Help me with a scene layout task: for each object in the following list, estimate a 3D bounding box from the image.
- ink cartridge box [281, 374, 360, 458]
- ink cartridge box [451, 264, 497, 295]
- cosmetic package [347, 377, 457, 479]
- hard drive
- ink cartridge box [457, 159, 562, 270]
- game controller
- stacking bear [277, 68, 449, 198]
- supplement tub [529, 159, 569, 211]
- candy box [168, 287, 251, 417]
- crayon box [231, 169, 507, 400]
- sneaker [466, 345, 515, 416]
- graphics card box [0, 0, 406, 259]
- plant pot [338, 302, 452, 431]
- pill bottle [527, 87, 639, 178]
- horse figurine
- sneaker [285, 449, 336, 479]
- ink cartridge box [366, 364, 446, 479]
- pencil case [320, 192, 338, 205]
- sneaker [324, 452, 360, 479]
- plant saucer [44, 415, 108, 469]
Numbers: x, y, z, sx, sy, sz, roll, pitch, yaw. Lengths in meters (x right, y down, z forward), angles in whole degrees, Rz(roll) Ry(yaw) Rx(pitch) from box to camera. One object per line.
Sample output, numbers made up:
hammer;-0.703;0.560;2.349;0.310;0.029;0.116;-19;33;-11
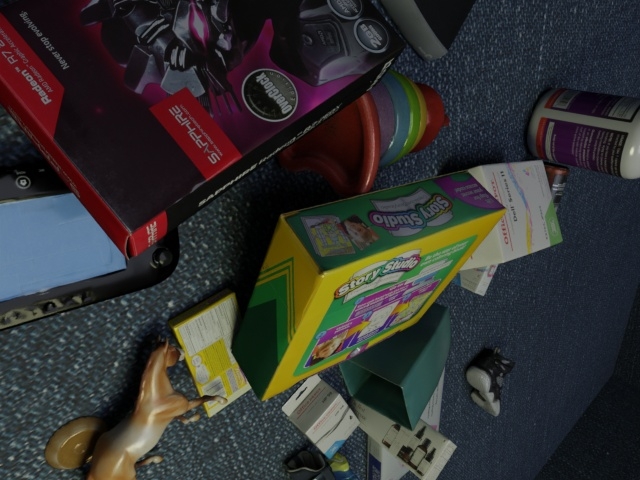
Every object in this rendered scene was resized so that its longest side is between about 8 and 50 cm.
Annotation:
ink cartridge box;0.004;0.365;1.009;0.104;0.060;0.180;-45;135;-18
ink cartridge box;0.383;0.062;1.206;0.052;0.088;0.123;21;94;-44
cosmetic package;0.164;0.406;1.054;0.099;0.239;0.060;-51;136;-13
hard drive;0.170;-0.428;0.777;0.254;0.054;0.172;33;86;-48
ink cartridge box;0.378;-0.057;1.063;0.353;0.119;0.207;-12;87;-40
game controller;-0.306;0.003;0.520;0.319;0.067;0.167;-17;121;-39
stacking bear;0.095;-0.187;0.762;0.289;0.175;0.164;-21;131;-47
supplement tub;0.584;-0.110;1.305;0.106;0.106;0.198;-5;114;-43
candy box;-0.163;0.183;0.779;0.105;0.027;0.206;-31;129;-31
crayon box;0.069;0.064;0.750;0.362;0.106;0.313;-17;146;-36
sneaker;0.561;0.451;1.564;0.153;0.101;0.269;-43;132;-17
graphics card box;-0.114;-0.185;0.504;0.371;0.094;0.233;-39;89;-24
plant pot;0.178;0.240;1.052;0.234;0.165;0.166;-45;135;-31
pill bottle;0.685;-0.255;1.167;0.181;0.322;0.182;-22;124;-35
horse figurine;-0.251;0.281;0.700;0.263;0.066;0.174;-50;144;-10
sneaker;-0.035;0.548;1.052;0.226;0.164;0.086;-40;172;36
ink cartridge box;0.258;0.466;1.305;0.330;0.071;0.325;-24;125;-33
pencil case;0.000;0.000;0.819;0.152;0.064;0.070;-63;154;0
sneaker;0.037;0.618;1.120;0.091;0.126;0.240;-11;117;-41
plant saucer;-0.334;0.284;0.673;0.083;0.015;0.084;-22;124;-36
